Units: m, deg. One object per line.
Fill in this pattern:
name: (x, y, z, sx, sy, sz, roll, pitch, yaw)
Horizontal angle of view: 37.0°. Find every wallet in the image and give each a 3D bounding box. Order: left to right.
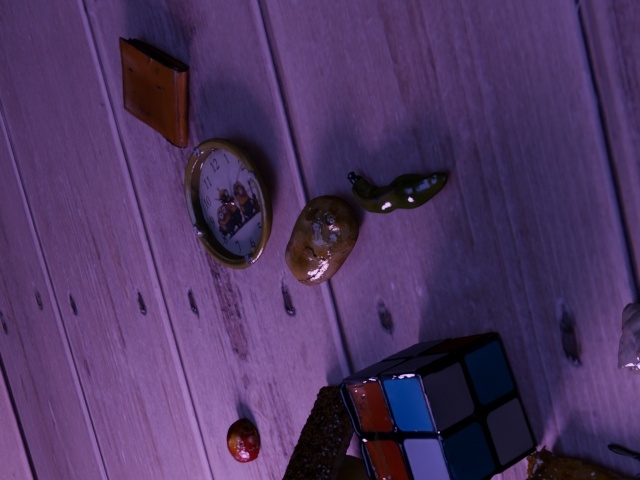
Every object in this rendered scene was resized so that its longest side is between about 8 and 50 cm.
wallet: (-0.305, -0.280, 1.780, 0.195, 0.042, 0.161, 33, 134, 37)

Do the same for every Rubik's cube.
Rubik's cube: (0.159, 0.242, 1.319, 0.180, 0.167, 0.183, -21, 90, 52)

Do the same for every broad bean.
broad bean: (0.104, -0.067, 1.353, 0.195, 0.046, 0.061, 6, 113, 52)

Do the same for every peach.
peach: (-0.157, 0.399, 1.887, 0.077, 0.050, 0.083, 37, 136, 38)

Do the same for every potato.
potato: (0.000, 0.000, 1.487, 0.170, 0.080, 0.107, -57, 48, 48)

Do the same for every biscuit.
biscuit: (-0.001, 0.341, 1.554, 0.025, 0.230, 0.131, 36, 153, -26)

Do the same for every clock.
clock: (-0.151, -0.067, 1.665, 0.237, 0.057, 0.237, 22, 121, 43)

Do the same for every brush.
brush: (0.389, 0.265, 1.172, 0.083, 0.008, 0.024, 14, 119, 48)

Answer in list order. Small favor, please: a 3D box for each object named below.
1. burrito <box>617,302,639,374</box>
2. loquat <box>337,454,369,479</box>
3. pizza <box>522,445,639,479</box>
burrito: (0.432, 0.111, 1.009, 0.275, 0.059, 0.082, 0, 91, 51)
loquat: (0.055, 0.442, 1.561, 0.195, 0.152, 0.152, 61, 144, 32)
pizza: (0.329, 0.381, 1.240, 0.226, 0.086, 0.335, 56, 142, 16)
